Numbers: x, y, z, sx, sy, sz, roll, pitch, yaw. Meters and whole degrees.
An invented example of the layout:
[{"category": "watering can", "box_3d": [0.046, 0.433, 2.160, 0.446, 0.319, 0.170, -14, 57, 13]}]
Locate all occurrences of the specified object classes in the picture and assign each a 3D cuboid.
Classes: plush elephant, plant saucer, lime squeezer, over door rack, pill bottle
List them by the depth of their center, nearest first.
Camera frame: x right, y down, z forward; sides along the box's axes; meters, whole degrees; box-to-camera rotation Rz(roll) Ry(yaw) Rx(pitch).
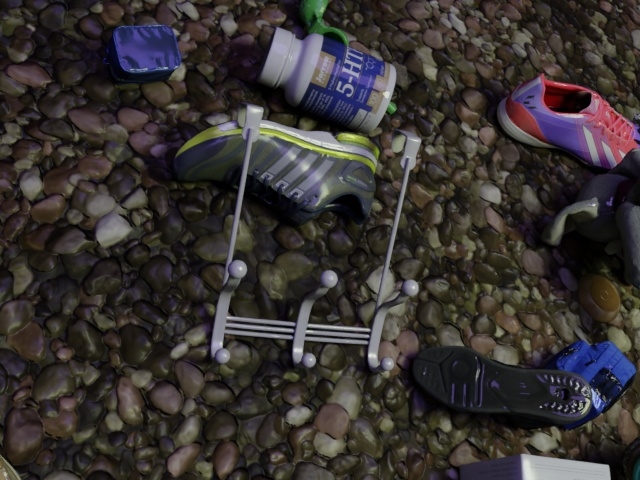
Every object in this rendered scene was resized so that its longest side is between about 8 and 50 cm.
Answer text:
[{"category": "over door rack", "box_3d": [0.000, 0.000, 0.833, 0.239, 0.108, 0.325, 7, 89, -20]}, {"category": "pill bottle", "box_3d": [0.007, -0.240, 0.998, 0.186, 0.112, 0.112, 18, 62, -14]}, {"category": "plush elephant", "box_3d": [0.504, -0.027, 1.044, 0.271, 0.255, 0.330, -29, 88, -21]}, {"category": "plant saucer", "box_3d": [0.454, 0.090, 1.089, 0.083, 0.015, 0.084, 9, 65, -19]}, {"category": "lime squeezer", "box_3d": [0.022, -0.336, 1.093, 0.110, 0.058, 0.311, 2, 61, -57]}]

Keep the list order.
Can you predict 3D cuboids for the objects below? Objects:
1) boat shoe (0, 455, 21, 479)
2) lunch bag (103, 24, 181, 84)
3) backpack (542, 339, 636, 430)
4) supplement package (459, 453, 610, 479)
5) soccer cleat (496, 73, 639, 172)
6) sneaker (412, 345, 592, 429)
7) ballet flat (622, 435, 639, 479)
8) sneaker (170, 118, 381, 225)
[{"category": "boat shoe", "box_3d": [-0.350, 0.224, 0.665, 0.068, 0.072, 0.190, -35, 83, -31]}, {"category": "lunch bag", "box_3d": [-0.248, -0.252, 0.927, 0.098, 0.065, 0.067, -10, 87, -27]}, {"category": "backpack", "box_3d": [0.385, 0.194, 0.966, 0.120, 0.098, 0.101, -28, 76, -29]}, {"category": "supplement package", "box_3d": [0.260, 0.393, 0.801, 0.133, 0.139, 0.244, 12, 63, -18]}, {"category": "soccer cleat", "box_3d": [0.466, -0.201, 1.165, 0.318, 0.116, 0.109, 13, 63, -16]}, {"category": "sneaker", "box_3d": [0.237, 0.206, 0.917, 0.227, 0.130, 0.087, 7, 67, 12]}, {"category": "ballet flat", "box_3d": [0.599, 0.400, 0.948, 0.483, 0.164, 0.182, 46, 37, -5]}, {"category": "sneaker", "box_3d": [-0.050, -0.085, 0.911, 0.299, 0.111, 0.121, 1, 71, -20]}]
